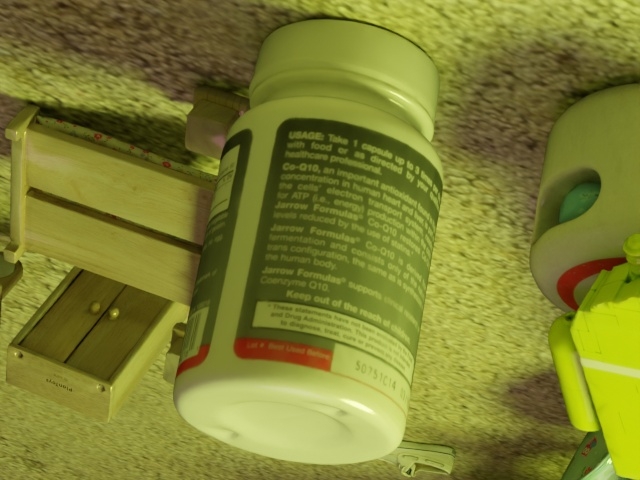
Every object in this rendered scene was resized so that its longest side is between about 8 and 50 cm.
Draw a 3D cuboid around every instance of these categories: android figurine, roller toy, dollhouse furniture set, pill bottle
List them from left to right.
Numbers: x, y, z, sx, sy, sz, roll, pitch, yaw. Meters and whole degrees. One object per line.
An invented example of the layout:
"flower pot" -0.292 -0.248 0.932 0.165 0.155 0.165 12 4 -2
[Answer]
"dollhouse furniture set" -0.191 -0.046 1.694 0.303 0.174 0.355 19 129 13
"pill bottle" 0.000 0.000 1.396 0.161 0.283 0.161 9 157 4
"roller toy" 0.252 -0.010 1.433 0.191 0.146 0.209 1 155 24
"android figurine" 0.269 0.105 1.367 0.248 0.056 0.273 9 136 35

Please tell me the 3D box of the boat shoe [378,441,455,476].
"boat shoe" 0.102 0.248 2.232 0.100 0.035 0.035 4 156 16

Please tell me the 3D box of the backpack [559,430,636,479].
"backpack" 0.324 0.221 1.900 0.144 0.166 0.188 44 150 -10
